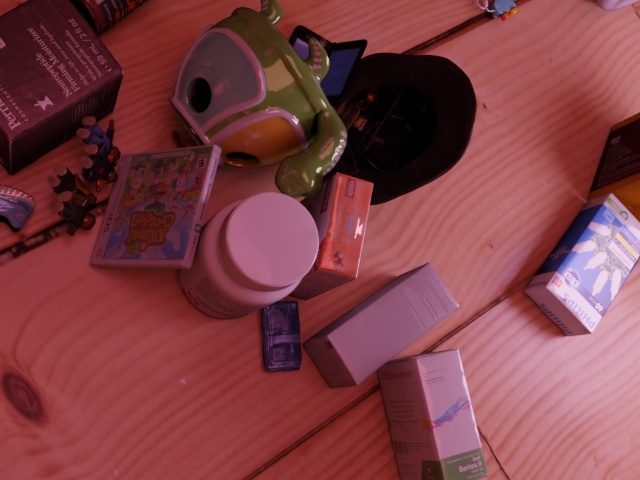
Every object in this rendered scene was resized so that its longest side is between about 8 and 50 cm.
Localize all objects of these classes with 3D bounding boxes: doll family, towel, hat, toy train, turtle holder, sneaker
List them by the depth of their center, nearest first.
[{"bbox_3d":[-0.517,-0.057,1.207,0.162,0.063,0.073,18,75,-16],"label":"sneaker"},{"bbox_3d":[-0.360,-0.102,1.257,0.076,0.111,0.193,27,80,22],"label":"doll family"},{"bbox_3d":[-0.095,-0.210,1.309,0.227,0.243,0.320,-36,94,-9],"label":"turtle holder"},{"bbox_3d":[-0.065,0.159,1.349,0.067,0.029,0.119,1,78,-22],"label":"towel"},{"bbox_3d":[0.131,-0.173,1.411,0.134,0.331,0.331,43,60,-50],"label":"hat"},{"bbox_3d":[0.357,-0.524,1.658,0.125,0.046,0.166,19,69,-15],"label":"toy train"}]

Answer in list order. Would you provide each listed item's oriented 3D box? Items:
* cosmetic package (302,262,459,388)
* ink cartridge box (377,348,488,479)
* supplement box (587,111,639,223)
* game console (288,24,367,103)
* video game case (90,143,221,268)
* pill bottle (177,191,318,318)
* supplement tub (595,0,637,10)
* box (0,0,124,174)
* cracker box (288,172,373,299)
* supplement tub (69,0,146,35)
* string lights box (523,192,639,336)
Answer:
[{"bbox_3d":[0.101,0.145,1.363,0.238,0.127,0.107,-36,91,-22],"label":"cosmetic package"},{"bbox_3d":[0.182,0.295,1.343,0.093,0.154,0.212,-11,82,-23],"label":"ink cartridge box"},{"bbox_3d":[0.670,-0.153,1.611,0.129,0.191,0.194,29,69,-13],"label":"supplement box"},{"bbox_3d":[-0.004,-0.320,1.450,0.124,0.085,0.144,28,69,-13],"label":"game console"},{"bbox_3d":[-0.256,-0.050,1.237,0.023,0.212,0.193,32,64,-49],"label":"video game case"},{"bbox_3d":[-0.113,0.027,1.221,0.160,0.283,0.160,5,77,-20],"label":"pill bottle"},{"bbox_3d":[0.633,-0.675,1.696,0.228,0.228,0.316,-23,87,-24],"label":"supplement tub"},{"bbox_3d":[-0.435,-0.239,1.222,0.203,0.167,0.168,-40,94,-24],"label":"box"},{"bbox_3d":[0.000,0.000,1.298,0.067,0.232,0.155,16,72,-17],"label":"cracker box"},{"bbox_3d":[-0.333,-0.434,1.339,0.106,0.106,0.198,47,67,-6],"label":"supplement tub"},{"bbox_3d":[0.525,0.047,1.573,0.133,0.077,0.259,44,67,-8],"label":"string lights box"}]
